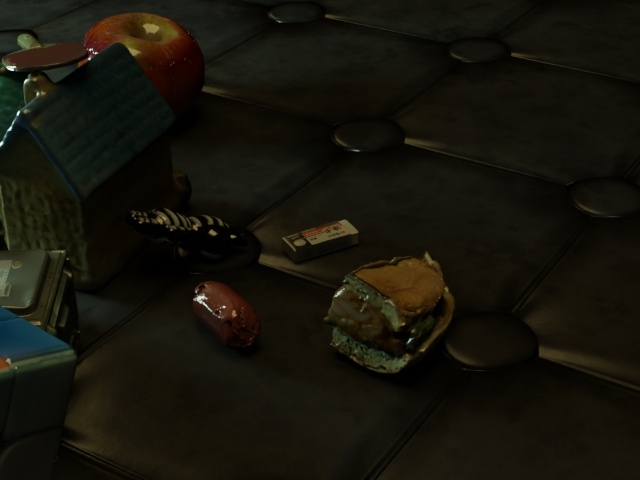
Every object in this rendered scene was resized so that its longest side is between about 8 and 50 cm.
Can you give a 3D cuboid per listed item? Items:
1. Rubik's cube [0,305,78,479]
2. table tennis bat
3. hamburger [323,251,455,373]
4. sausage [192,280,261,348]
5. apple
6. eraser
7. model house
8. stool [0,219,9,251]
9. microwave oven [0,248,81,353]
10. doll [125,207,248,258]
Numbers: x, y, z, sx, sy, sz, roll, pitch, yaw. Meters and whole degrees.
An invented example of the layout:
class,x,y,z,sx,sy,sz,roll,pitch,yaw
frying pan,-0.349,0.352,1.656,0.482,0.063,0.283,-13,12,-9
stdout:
class,x,y,z,sx,sy,sz,roll,pitch,yaw
Rubik's cube,-0.490,0.217,1.304,0.291,0.291,0.290,25,19,31
table tennis bat,-0.448,-0.300,1.863,0.131,0.022,0.234,-16,24,-21
hamburger,0.123,0.109,1.713,0.155,0.135,0.207,35,30,23
sausage,-0.142,0.109,1.745,0.076,0.076,0.141,-21,33,-28
apple,-0.360,-0.334,2.356,0.251,0.206,0.272,5,33,-10
eraser,0.000,0.000,1.958,0.122,0.029,0.052,-17,35,-22
model house,-0.456,-0.163,1.949,0.382,0.343,0.335,12,35,21
stool,-0.534,0.030,1.758,0.139,0.228,0.153,-22,42,-15
microwave oven,-0.415,0.136,1.604,0.145,0.194,0.240,1,30,-3
doll,-0.217,-0.013,1.920,0.219,0.067,0.091,8,14,-40
